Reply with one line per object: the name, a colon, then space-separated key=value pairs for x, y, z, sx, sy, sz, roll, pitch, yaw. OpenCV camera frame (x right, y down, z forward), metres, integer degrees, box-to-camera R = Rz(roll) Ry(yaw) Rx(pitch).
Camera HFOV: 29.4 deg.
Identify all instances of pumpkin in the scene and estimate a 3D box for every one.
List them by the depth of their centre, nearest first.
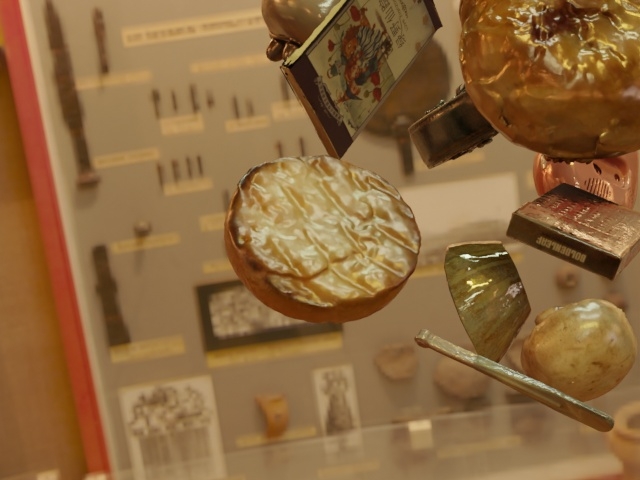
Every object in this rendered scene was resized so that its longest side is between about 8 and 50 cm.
pumpkin: x=0.289 y=0.089 z=2.004 sx=0.110 sy=0.217 sz=0.217 roll=-27 pitch=10 yaw=16

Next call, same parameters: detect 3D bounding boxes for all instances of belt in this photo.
belt: x=0.268 y=-0.220 z=2.153 sx=0.206 sy=0.116 sz=0.267 roll=-29 pitch=-2 yaw=-21

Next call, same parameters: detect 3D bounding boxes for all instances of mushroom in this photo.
mushroom: x=0.362 y=0.150 z=1.710 sx=0.166 sy=0.166 sz=0.127 roll=-10 pitch=53 yaw=-9

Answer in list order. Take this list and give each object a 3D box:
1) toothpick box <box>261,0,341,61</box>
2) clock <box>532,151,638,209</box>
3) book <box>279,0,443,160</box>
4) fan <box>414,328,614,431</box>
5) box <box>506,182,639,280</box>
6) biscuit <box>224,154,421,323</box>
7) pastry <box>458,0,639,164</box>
toothpick box: x=0.028 y=-0.424 z=2.061 sx=0.316 sy=0.229 sz=0.229 roll=-54 pitch=29 yaw=-10
clock: x=0.527 y=-0.122 z=2.371 sx=0.227 sy=0.241 sz=0.142 roll=21 pitch=-28 yaw=-29
book: x=0.056 y=-0.228 z=1.436 sx=0.026 sy=0.157 sz=0.231 roll=21 pitch=65 yaw=39
fan: x=0.254 y=0.186 z=1.611 sx=0.282 sy=0.023 sz=0.057 roll=24 pitch=-18 yaw=13
box: x=0.432 y=-0.022 z=1.983 sx=0.180 sy=0.047 sz=0.325 roll=25 pitch=20 yaw=19
biscuit: x=0.000 y=0.000 z=1.816 sx=0.297 sy=0.102 sz=0.296 roll=6 pitch=50 yaw=-8
pastry: x=0.396 y=-0.305 z=1.924 sx=0.410 sy=0.409 sz=0.245 roll=-12 pitch=-20 yaw=-14
